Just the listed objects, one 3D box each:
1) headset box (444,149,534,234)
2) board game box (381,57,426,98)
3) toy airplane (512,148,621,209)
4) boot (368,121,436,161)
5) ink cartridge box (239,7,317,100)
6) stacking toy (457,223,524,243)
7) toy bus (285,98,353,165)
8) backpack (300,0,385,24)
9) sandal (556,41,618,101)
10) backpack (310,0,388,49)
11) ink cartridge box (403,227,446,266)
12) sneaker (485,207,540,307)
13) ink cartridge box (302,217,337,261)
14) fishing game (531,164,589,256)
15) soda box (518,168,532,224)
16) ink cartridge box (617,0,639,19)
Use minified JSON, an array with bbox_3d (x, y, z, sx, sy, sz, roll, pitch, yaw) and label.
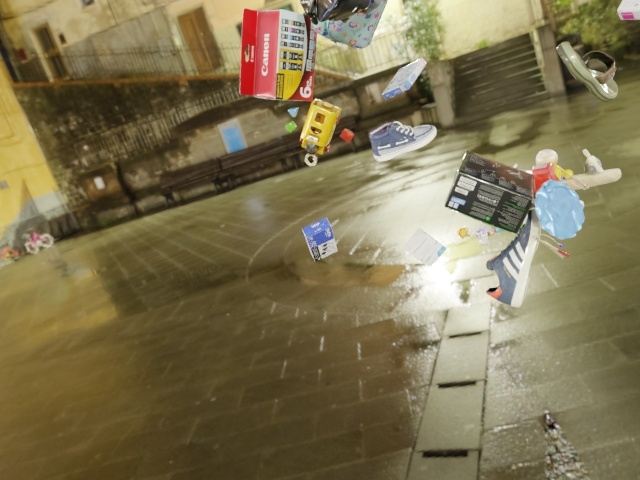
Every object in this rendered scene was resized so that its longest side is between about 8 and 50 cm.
[{"bbox_3d":[0.562,-0.172,1.722,0.247,0.131,0.283,23,31,9],"label":"headset box"},{"bbox_3d":[0.199,-0.385,1.240,0.090,0.020,0.090,-57,23,-17],"label":"board game box"},{"bbox_3d":[0.965,-0.243,2.166,0.386,0.272,0.384,-1,-9,-11],"label":"toy airplane"},{"bbox_3d":[0.226,-0.290,1.420,0.190,0.086,0.069,-27,40,-5],"label":"boot"},{"bbox_3d":[-0.153,-0.681,1.926,0.130,0.309,0.272,19,23,39],"label":"ink cartridge box"},{"bbox_3d":[0.701,-0.047,2.143,0.221,0.052,0.167,-17,13,-12],"label":"stacking toy"},{"bbox_3d":[-0.012,-0.338,1.633,0.191,0.202,0.104,-21,19,22],"label":"toy bus"},{"bbox_3d":[0.078,-0.752,1.421,0.213,0.263,0.276,-7,10,-19],"label":"backpack"},{"bbox_3d":[0.723,-0.450,1.363,0.303,0.120,0.086,8,-39,-45],"label":"sandal"},{"bbox_3d":[0.088,-0.810,1.833,0.254,0.225,0.191,16,40,-13],"label":"backpack"},{"bbox_3d":[0.359,0.024,1.787,0.088,0.122,0.052,-51,36,11],"label":"ink cartridge box"},{"bbox_3d":[0.654,0.051,1.783,0.148,0.349,0.131,16,12,26],"label":"sneaker"},{"bbox_3d":[0.000,0.000,1.899,0.097,0.046,0.207,-25,-28,-5],"label":"ink cartridge box"},{"bbox_3d":[0.718,-0.092,1.576,0.264,0.189,0.041,-69,15,-16],"label":"fishing game"},{"bbox_3d":[0.950,-0.188,2.430,0.091,0.286,0.098,10,11,4],"label":"soda box"},{"bbox_3d":[1.161,-0.885,1.737,0.186,0.065,0.311,26,88,47],"label":"ink cartridge box"}]
